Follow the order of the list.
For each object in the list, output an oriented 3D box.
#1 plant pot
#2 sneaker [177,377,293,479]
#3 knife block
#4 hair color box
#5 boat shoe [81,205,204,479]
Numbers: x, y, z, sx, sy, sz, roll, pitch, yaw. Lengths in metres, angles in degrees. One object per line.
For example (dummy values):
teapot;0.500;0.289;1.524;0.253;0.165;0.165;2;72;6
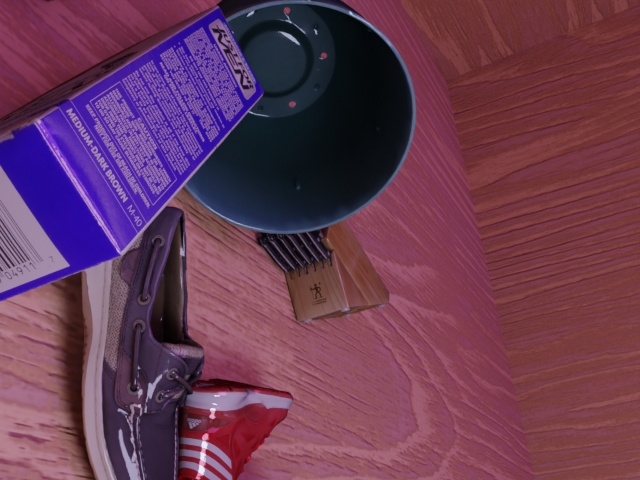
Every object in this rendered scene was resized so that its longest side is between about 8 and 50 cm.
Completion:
plant pot;-0.048;-0.193;0.921;0.293;0.293;0.235;57;11;-33
sneaker;-0.100;0.217;0.769;0.221;0.087;0.128;33;65;-65
knife block;0.000;0.000;1.121;0.276;0.088;0.242;7;67;-65
hair color box;-0.190;-0.084;0.608;0.110;0.185;0.339;63;23;-20
boat shoe;-0.151;0.104;0.639;0.103;0.092;0.285;31;52;-77
